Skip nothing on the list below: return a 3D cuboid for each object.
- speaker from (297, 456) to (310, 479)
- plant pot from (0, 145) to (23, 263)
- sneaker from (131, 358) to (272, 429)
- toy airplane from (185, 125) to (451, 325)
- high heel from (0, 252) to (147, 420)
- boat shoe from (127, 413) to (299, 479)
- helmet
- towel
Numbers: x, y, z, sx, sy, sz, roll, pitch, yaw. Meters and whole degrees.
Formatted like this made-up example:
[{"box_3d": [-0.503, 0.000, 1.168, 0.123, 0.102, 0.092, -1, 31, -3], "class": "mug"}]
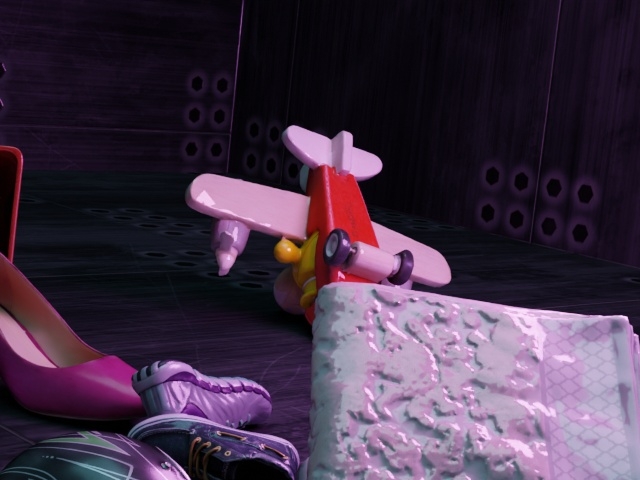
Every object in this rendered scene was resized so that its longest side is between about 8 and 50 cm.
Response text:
[{"box_3d": [0.005, 0.253, 1.344, 0.055, 0.055, 0.136, 6, 8, -2], "class": "speaker"}, {"box_3d": [-0.571, -0.002, 2.026, 0.267, 0.267, 0.236, 5, -4, -6], "class": "plant pot"}, {"box_3d": [-0.129, 0.207, 1.575, 0.083, 0.098, 0.224, -30, -30, 26], "class": "sneaker"}, {"box_3d": [0.000, 0.000, 2.304, 0.386, 0.272, 0.384, 42, 33, 12], "class": "toy airplane"}, {"box_3d": [-0.335, 0.103, 1.670, 0.377, 0.181, 0.127, 11, 9, 29], "class": "high heel"}, {"box_3d": [-0.113, 0.223, 1.419, 0.183, 0.065, 0.083, 7, 7, -1], "class": "boat shoe"}, {"box_3d": [-0.175, 0.223, 1.057, 0.169, 0.169, 0.161, 5, -7, -8], "class": "helmet"}, {"box_3d": [0.145, 0.186, 1.245, 0.317, 0.053, 0.331, 6, 48, -3], "class": "towel"}]
